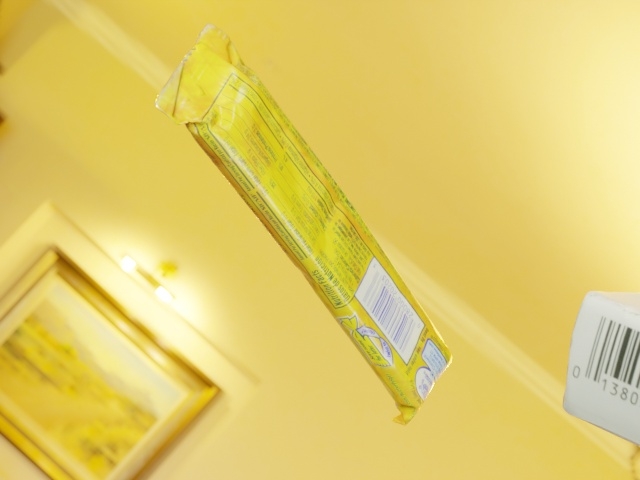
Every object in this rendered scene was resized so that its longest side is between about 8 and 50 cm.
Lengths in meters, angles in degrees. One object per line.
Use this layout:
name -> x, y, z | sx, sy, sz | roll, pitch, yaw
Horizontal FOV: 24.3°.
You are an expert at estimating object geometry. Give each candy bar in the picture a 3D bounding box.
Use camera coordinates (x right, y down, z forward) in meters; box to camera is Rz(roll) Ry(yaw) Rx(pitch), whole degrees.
candy bar -> 0.000, 0.000, 0.506 | 0.018, 0.040, 0.161 | -9, -52, 40

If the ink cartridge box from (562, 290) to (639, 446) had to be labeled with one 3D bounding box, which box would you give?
ink cartridge box -> 0.238, 0.072, 0.599 | 0.232, 0.066, 0.189 | -3, 19, -44
